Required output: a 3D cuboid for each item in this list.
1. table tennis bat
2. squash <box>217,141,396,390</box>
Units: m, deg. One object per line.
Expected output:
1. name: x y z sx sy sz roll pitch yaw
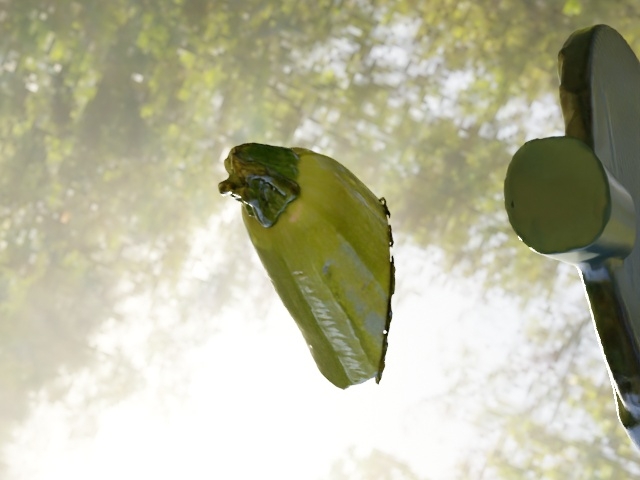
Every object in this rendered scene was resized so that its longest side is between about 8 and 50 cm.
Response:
1. table tennis bat: 0.141 -0.002 0.672 0.329 0.044 0.215 12 69 -68
2. squash: 0.003 0.001 0.770 0.200 0.075 0.090 62 36 -55
